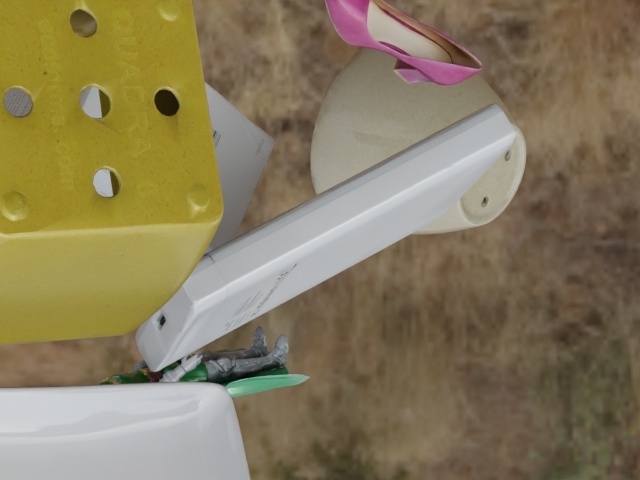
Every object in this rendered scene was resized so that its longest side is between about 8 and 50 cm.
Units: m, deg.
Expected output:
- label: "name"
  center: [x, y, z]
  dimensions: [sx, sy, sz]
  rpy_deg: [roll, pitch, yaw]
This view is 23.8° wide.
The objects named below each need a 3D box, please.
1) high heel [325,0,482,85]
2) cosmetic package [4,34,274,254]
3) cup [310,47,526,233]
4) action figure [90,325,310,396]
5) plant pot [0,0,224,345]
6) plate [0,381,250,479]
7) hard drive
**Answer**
- label: "high heel"
  center: [0.108, -0.276, 1.997]
  dimensions: [0.117, 0.082, 0.244]
  rpy_deg: [-4, 147, 39]
- label: "cosmetic package"
  center: [-0.259, -0.078, 1.576]
  dimensions: [0.217, 0.156, 0.385]
  rpy_deg: [38, 151, -30]
- label: "cup"
  center: [0.182, -0.143, 2.397]
  dimensions: [0.237, 0.331, 0.331]
  rpy_deg: [26, 168, 38]
- label: "action figure"
  center: [-0.144, 0.138, 1.526]
  dimensions: [0.232, 0.064, 0.137]
  rpy_deg: [-14, -168, -31]
- label: "plant pot"
  center: [-0.172, -0.056, 0.883]
  dimensions: [0.212, 0.212, 0.187]
  rpy_deg: [-4, 170, -35]
- label: "plate"
  center: [-0.156, 0.227, 0.975]
  dimensions: [0.278, 0.277, 0.045]
  rpy_deg: [2, 152, -35]
- label: "hard drive"
  center: [0.000, 0.000, 1.442]
  dimensions: [0.353, 0.047, 0.233]
  rpy_deg: [-28, 170, -23]
